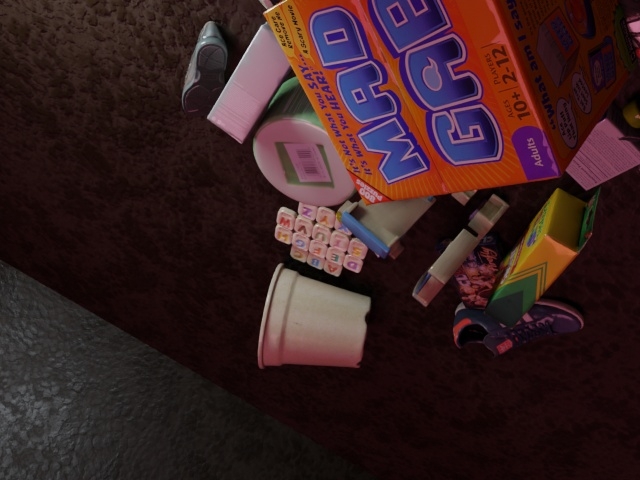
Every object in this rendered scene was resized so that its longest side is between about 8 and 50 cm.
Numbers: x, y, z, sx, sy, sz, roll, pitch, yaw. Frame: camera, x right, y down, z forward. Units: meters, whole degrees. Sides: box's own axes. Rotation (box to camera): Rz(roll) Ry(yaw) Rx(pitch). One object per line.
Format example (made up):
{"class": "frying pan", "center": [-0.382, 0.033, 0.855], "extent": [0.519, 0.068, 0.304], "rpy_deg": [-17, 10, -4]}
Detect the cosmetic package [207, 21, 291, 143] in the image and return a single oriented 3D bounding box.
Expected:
{"class": "cosmetic package", "center": [-0.137, -0.346, 1.324], "extent": [0.107, 0.127, 0.238], "rpy_deg": [36, 115, -10]}

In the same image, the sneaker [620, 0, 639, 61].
{"class": "sneaker", "center": [0.517, -0.370, 0.995], "extent": [0.276, 0.097, 0.135], "rpy_deg": [16, 143, 17]}

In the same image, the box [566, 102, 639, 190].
{"class": "box", "center": [0.549, -0.187, 1.209], "extent": [0.126, 0.072, 0.137], "rpy_deg": [39, 140, -15]}

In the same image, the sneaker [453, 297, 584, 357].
{"class": "sneaker", "center": [0.529, 0.250, 1.663], "extent": [0.350, 0.148, 0.131], "rpy_deg": [-7, 131, 36]}

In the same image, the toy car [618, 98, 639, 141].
{"class": "toy car", "center": [0.586, -0.210, 1.038], "extent": [0.155, 0.188, 0.148], "rpy_deg": [-39, 74, 50]}

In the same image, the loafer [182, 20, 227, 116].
{"class": "loafer", "center": [-0.275, -0.406, 1.466], "extent": [0.096, 0.084, 0.267], "rpy_deg": [4, 152, -21]}

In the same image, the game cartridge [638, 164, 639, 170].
{"class": "game cartridge", "center": [0.759, -0.173, 1.116], "extent": [0.196, 0.060, 0.294], "rpy_deg": [34, 142, -14]}

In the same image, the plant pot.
{"class": "plant pot", "center": [-0.007, 0.261, 1.895], "extent": [0.306, 0.333, 0.333], "rpy_deg": [10, 140, 5]}

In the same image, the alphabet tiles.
{"class": "alphabet tiles", "center": [0.000, 0.000, 1.799], "extent": [0.284, 0.021, 0.278], "rpy_deg": [22, 142, 6]}

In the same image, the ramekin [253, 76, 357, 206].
{"class": "ramekin", "center": [-0.011, -0.223, 1.443], "extent": [0.304, 0.148, 0.303], "rpy_deg": [17, 141, 14]}

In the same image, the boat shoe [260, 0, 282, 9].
{"class": "boat shoe", "center": [-0.145, -0.572, 1.199], "extent": [0.079, 0.084, 0.233], "rpy_deg": [-37, 107, 9]}

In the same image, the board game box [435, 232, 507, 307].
{"class": "board game box", "center": [0.426, 0.085, 1.621], "extent": [0.165, 0.042, 0.243], "rpy_deg": [-6, 131, 36]}

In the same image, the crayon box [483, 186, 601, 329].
{"class": "crayon box", "center": [0.490, 0.025, 1.356], "extent": [0.081, 0.202, 0.318], "rpy_deg": [30, 132, 7]}

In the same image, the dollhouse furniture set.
{"class": "dollhouse furniture set", "center": [0.227, -0.044, 1.477], "extent": [0.303, 0.286, 0.198], "rpy_deg": [40, 162, 11]}

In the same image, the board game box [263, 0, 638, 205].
{"class": "board game box", "center": [0.212, -0.313, 0.948], "extent": [0.356, 0.356, 0.356], "rpy_deg": [-5, 121, 48]}
